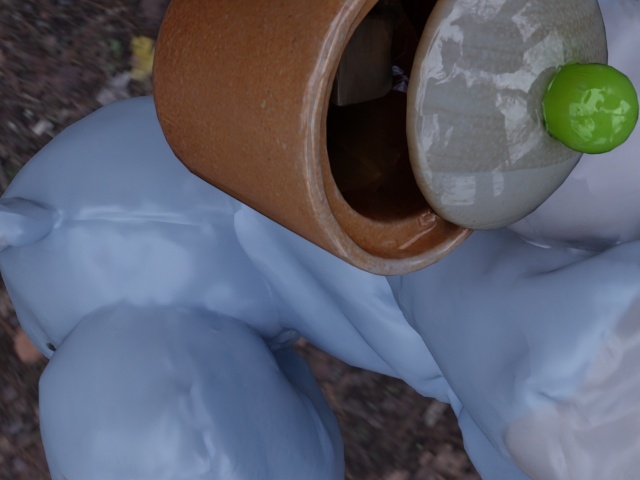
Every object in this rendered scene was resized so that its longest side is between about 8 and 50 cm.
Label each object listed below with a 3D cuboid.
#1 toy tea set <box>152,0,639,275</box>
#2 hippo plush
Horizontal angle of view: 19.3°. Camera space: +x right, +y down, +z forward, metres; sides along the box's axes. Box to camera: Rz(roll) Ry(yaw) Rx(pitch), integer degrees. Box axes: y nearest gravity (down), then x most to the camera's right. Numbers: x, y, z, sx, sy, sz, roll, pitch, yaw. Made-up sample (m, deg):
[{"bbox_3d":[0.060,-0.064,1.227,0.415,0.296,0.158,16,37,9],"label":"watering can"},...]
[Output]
[{"bbox_3d":[-0.007,-0.127,0.319,0.200,0.124,0.336,-59,138,-15],"label":"toy tea set"},{"bbox_3d":[0.000,0.000,0.602,0.236,0.234,0.294,-13,78,8],"label":"hippo plush"}]
